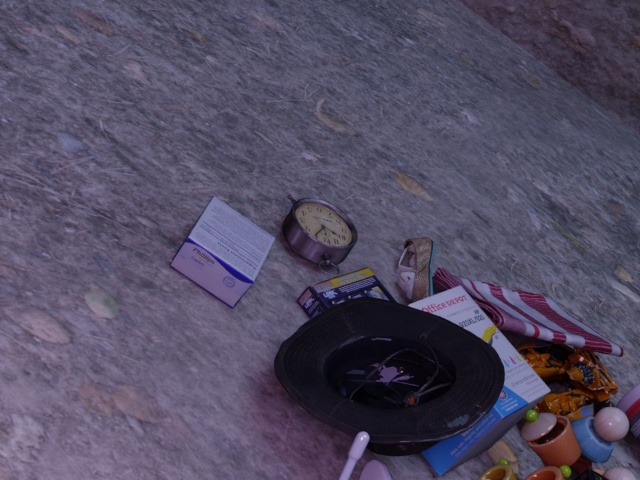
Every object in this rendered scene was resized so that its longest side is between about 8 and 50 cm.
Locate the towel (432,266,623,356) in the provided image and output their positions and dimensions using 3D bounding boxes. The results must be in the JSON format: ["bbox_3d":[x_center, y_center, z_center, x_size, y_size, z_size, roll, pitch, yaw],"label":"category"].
[{"bbox_3d":[0.397,0.138,2.047,0.329,0.037,0.237,15,13,-33],"label":"towel"}]

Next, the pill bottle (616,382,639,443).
[{"bbox_3d":[0.722,0.396,2.020,0.176,0.176,0.318,-4,53,-46],"label":"pill bottle"}]

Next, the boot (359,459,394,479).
[{"bbox_3d":[0.110,0.409,1.523,0.086,0.069,0.190,21,46,-34],"label":"boot"}]

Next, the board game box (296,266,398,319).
[{"bbox_3d":[0.062,0.125,1.821,0.170,0.048,0.141,-14,58,-50],"label":"board game box"}]

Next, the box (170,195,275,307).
[{"bbox_3d":[-0.156,0.017,1.715,0.126,0.072,0.137,35,33,-7],"label":"box"}]

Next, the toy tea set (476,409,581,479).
[{"bbox_3d":[0.278,0.366,1.597,0.124,0.200,0.336,56,31,-12],"label":"toy tea set"}]

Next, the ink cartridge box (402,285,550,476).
[{"bbox_3d":[0.212,0.222,1.737,0.171,0.168,0.233,-13,58,-51],"label":"ink cartridge box"}]

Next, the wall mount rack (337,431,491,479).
[{"bbox_3d":[0.095,0.434,1.373,0.350,0.130,0.304,25,51,-21],"label":"wall mount rack"}]

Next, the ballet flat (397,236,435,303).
[{"bbox_3d":[0.178,0.066,2.002,0.067,0.073,0.206,7,34,1],"label":"ballet flat"}]

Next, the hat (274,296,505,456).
[{"bbox_3d":[0.100,0.225,1.570,0.331,0.134,0.331,-1,34,1],"label":"hat"}]

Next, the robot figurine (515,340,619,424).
[{"bbox_3d":[0.449,0.267,1.992,0.291,0.085,0.211,-3,53,-46],"label":"robot figurine"}]

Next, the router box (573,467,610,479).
[{"bbox_3d":[0.410,0.444,1.658,0.133,0.179,0.046,31,33,-12],"label":"router box"}]

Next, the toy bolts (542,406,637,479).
[{"bbox_3d":[0.496,0.400,1.812,0.218,0.158,0.228,22,37,-25],"label":"toy bolts"}]

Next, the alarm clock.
[{"bbox_3d":[0.000,0.000,1.885,0.129,0.064,0.192,15,34,-24],"label":"alarm clock"}]
